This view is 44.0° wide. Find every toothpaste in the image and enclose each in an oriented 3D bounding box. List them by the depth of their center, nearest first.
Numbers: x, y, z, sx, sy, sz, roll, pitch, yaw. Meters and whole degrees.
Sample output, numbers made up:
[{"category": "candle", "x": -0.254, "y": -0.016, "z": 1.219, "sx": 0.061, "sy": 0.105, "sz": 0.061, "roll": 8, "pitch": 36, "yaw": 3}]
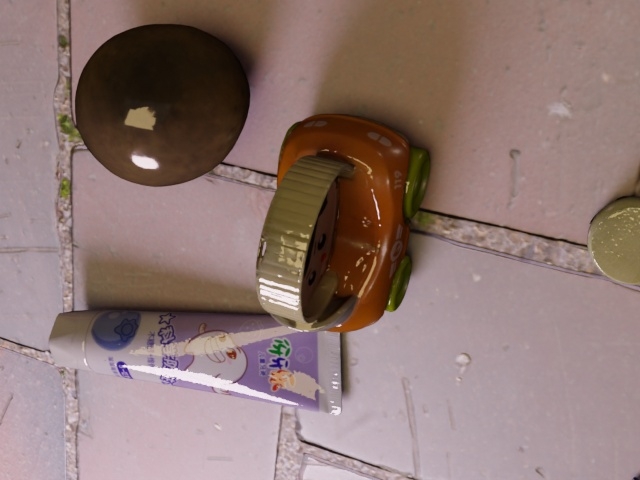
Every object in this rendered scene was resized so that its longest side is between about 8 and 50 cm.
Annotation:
[{"category": "toothpaste", "x": -0.152, "y": 0.134, "z": 0.972, "sx": 0.371, "sy": 0.080, "sz": 0.125, "roll": 4, "pitch": 106, "yaw": 15}]

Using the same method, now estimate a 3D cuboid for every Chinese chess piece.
[{"category": "Chinese chess piece", "x": 0.294, "y": 0.000, "z": 0.742, "sx": 0.084, "sy": 0.034, "sz": 0.084, "roll": 7, "pitch": 111, "yaw": 19}]

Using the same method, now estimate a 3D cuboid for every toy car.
[{"category": "toy car", "x": 0.000, "y": 0.000, "z": 0.765, "sx": 0.145, "sy": 0.235, "sz": 0.235, "roll": 15, "pitch": 113, "yaw": 18}]

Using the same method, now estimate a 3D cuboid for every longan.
[{"category": "longan", "x": -0.165, "y": -0.141, "z": 0.826, "sx": 0.187, "sy": 0.167, "sz": 0.168, "roll": -22, "pitch": 99, "yaw": 7}]

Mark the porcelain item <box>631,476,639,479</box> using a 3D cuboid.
[{"category": "porcelain item", "x": 0.356, "y": 0.255, "z": 0.812, "sx": 0.075, "sy": 0.021, "sz": 0.136, "roll": -3, "pitch": 106, "yaw": 29}]
